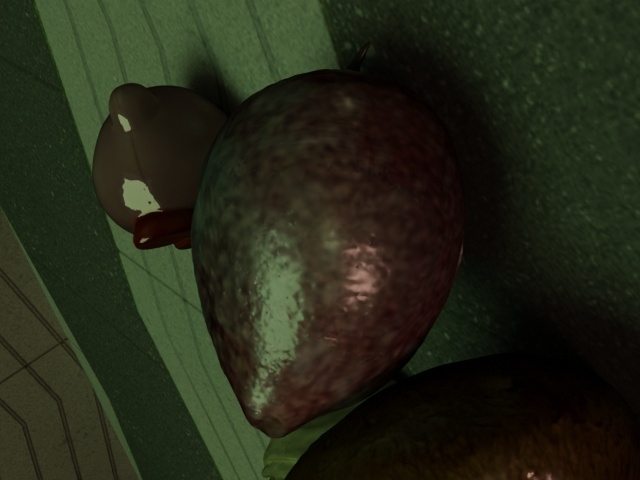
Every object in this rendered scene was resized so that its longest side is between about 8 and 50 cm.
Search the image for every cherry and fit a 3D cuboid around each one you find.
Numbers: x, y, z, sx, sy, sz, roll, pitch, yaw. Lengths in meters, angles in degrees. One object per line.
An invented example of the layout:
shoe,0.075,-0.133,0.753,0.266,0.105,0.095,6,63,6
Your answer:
cherry,0.000,0.000,0.683,0.203,0.300,0.230,15,169,-26

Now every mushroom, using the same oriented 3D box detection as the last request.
mushroom,0.102,0.221,0.712,0.239,0.345,0.345,-112,3,-59

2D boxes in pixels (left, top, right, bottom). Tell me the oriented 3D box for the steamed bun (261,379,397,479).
steamed bun,0.047,0.306,1.013,0.276,0.203,0.289,19,138,50

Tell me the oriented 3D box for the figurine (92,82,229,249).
figurine,-0.159,-0.080,0.947,0.173,0.173,0.173,40,151,28
